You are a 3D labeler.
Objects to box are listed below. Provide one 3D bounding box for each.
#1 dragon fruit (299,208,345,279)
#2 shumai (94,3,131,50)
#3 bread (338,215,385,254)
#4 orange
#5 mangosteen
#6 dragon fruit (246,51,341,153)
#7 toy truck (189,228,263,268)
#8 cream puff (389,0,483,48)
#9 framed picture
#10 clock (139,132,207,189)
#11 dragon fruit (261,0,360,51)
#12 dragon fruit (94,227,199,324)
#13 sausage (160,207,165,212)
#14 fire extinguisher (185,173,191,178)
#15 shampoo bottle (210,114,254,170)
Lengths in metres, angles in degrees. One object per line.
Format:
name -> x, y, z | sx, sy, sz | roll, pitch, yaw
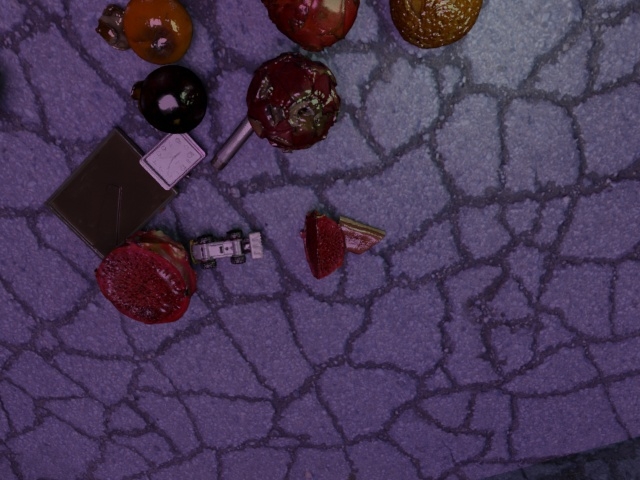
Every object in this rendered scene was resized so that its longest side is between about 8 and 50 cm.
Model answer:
dragon fruit -> 0.007, -0.003, 2.039 | 0.126, 0.161, 0.274 | -11, 108, -24
shumai -> -0.662, -0.686, 1.737 | 0.146, 0.116, 0.145 | 0, 114, 1
bread -> 0.140, -0.012, 2.049 | 0.192, 0.067, 0.119 | 21, 106, -9
orange -> -0.515, -0.666, 1.694 | 0.224, 0.170, 0.224 | -7, 142, -6
mangosteen -> -0.510, -0.471, 1.790 | 0.265, 0.228, 0.228 | 11, 119, 29
dragon fruit -> -0.088, -0.446, 1.727 | 0.329, 0.329, 0.329 | 1, 115, 2
toy truck -> -0.361, 0.028, 2.064 | 0.286, 0.111, 0.136 | -7, 99, 2
cream puff -> 0.354, -0.741, 1.624 | 0.303, 0.212, 0.303 | 1, 110, 4
framed picture -> -0.789, -0.160, 2.014 | 0.446, 0.028, 0.326 | -38, 101, 18
clock -> -0.526, -0.296, 1.910 | 0.197, 0.063, 0.150 | -42, 103, 1
dragon fruit -> -0.029, -0.727, 1.601 | 0.296, 0.295, 0.301 | -28, 139, 14
dragon fruit -> -0.635, 0.119, 2.032 | 0.371, 0.249, 0.386 | 7, 122, 5
sausage -> -0.630, -0.139, 2.035 | 0.083, 0.034, 0.034 | 43, 109, -14
fire extinguisher -> -0.522, -0.255, 1.982 | 0.083, 0.028, 0.022 | 31, 145, -12
shampoo bottle -> -0.302, -0.349, 1.897 | 0.056, 0.086, 0.227 | 39, 110, -13
